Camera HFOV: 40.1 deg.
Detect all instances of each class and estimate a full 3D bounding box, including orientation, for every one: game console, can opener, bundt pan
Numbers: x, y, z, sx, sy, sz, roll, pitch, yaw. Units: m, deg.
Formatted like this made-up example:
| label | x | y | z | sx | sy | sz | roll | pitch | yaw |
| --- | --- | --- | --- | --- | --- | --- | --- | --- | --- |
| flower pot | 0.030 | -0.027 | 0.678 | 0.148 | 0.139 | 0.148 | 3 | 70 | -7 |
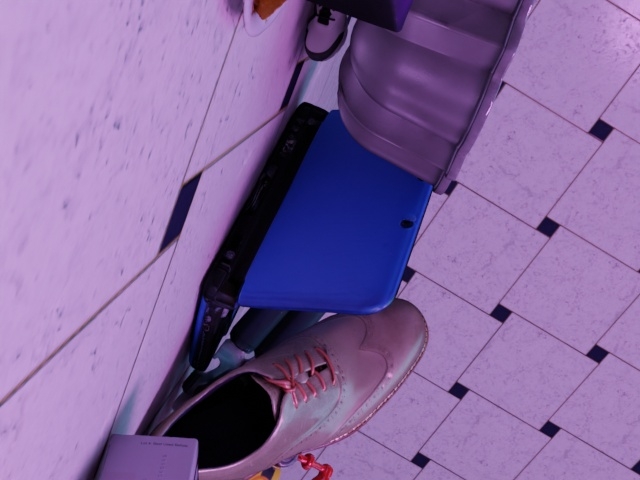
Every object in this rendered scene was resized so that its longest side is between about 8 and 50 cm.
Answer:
| label | x | y | z | sx | sy | sz | roll | pitch | yaw |
| --- | --- | --- | --- | --- | --- | --- | --- | --- | --- |
| game console | 0.000 | 0.000 | 0.944 | 0.250 | 0.173 | 0.293 | 111 | 3 | -52 |
| can opener | -0.061 | 0.121 | 1.004 | 0.280 | 0.074 | 0.093 | -50 | -153 | 1 |
| bundt pan | 0.105 | -0.214 | 0.763 | 0.331 | 0.124 | 0.330 | 20 | 90 | -89 |

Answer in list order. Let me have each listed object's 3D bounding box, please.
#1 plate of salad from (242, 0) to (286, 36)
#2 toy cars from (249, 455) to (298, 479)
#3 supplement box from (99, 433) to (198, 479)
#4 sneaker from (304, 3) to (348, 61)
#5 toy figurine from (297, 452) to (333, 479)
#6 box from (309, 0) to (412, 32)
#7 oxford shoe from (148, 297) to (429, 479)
| label | x | y | z | sx | sy | sz | roll | pitch | yaw |
| --- | --- | --- | --- | --- | --- | --- | --- | --- | --- |
| plate of salad | 0.006 | -0.203 | 0.481 | 0.200 | 0.048 | 0.199 | 23 | 90 | -88 |
| toy cars | -0.163 | 0.337 | 0.992 | 0.393 | 0.087 | 0.176 | -51 | -155 | 17 |
| supplement box | -0.138 | 0.285 | 0.698 | 0.130 | 0.073 | 0.239 | -88 | -179 | -58 |
| sneaker | 0.009 | -0.215 | 0.790 | 0.044 | 0.040 | 0.109 | 28 | 81 | -72 |
| toy figurine | -0.129 | 0.339 | 1.213 | 0.217 | 0.191 | 0.362 | -12 | -126 | 47 |
| box | 0.013 | -0.169 | 0.250 | 0.261 | 0.103 | 0.184 | -61 | 171 | -78 |
| oxford shoe | -0.021 | 0.158 | 0.894 | 0.348 | 0.123 | 0.130 | -32 | 167 | -19 |
